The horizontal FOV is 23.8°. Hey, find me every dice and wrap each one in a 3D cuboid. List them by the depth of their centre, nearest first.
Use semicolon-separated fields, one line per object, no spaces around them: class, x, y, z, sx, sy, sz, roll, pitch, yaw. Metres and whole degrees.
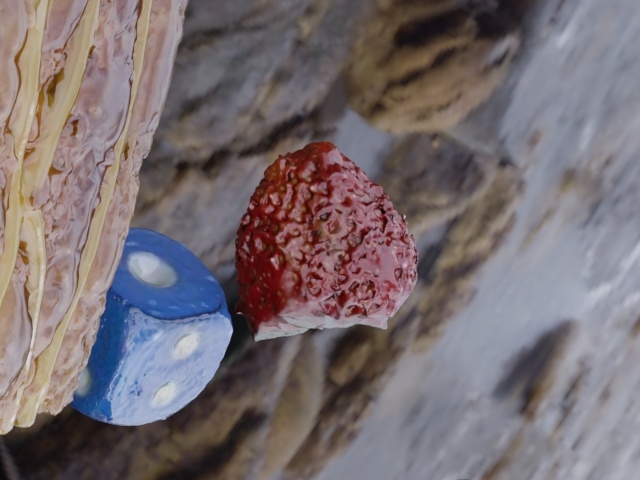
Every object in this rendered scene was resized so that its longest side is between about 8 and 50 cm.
dice;-0.179;0.083;1.446;0.143;0.146;0.146;-5;129;-48

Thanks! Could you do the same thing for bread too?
bread;-0.146;-0.051;0.663;0.185;0.114;0.275;-22;127;-77

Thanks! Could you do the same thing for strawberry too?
strawberry;0.000;0.000;1.520;0.184;0.187;0.201;-20;108;-39

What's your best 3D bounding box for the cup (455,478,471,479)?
cup;0.112;0.244;1.350;0.054;0.083;0.075;80;22;-74
